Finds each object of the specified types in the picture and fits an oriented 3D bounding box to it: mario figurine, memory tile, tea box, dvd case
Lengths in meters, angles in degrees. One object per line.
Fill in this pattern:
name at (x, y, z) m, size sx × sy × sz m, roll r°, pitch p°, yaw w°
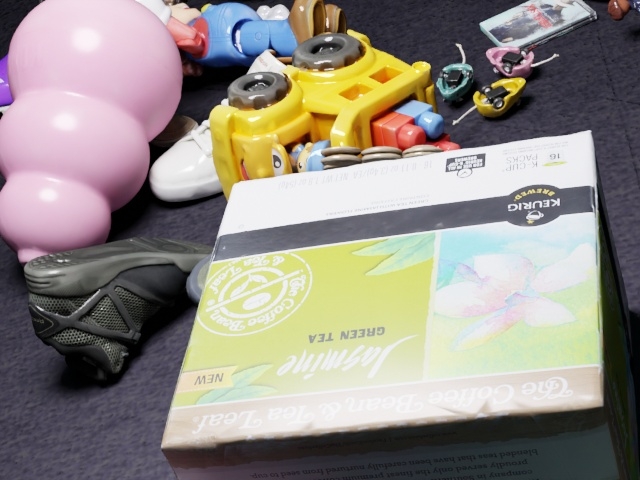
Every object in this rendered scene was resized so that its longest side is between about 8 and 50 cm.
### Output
mario figurine at (-0.137, -0.287, 1.745) m, size 0.321 × 0.198 × 0.170 m, roll 0°, pitch 55°, yaw 18°
memory tile at (0.060, -0.070, 1.260) m, size 0.113 × 0.148 × 0.012 m, roll -2°, pitch 84°, yaw 7°
tea box at (0.084, 0.106, 1.126) m, size 0.329 × 0.220 × 0.323 m, roll -8°, pitch 40°, yaw 15°
dvd case at (0.266, -0.270, 1.675) m, size 0.119 × 0.013 × 0.087 m, roll -23°, pitch 37°, yaw -5°

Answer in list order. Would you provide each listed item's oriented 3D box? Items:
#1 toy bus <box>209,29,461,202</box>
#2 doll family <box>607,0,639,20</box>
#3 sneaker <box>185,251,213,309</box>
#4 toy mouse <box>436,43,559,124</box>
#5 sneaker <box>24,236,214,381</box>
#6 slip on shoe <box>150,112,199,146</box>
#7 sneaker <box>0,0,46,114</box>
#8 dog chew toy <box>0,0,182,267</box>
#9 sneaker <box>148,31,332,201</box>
toy bus at (0.029, -0.101, 1.400) m, size 0.220 × 0.149 × 0.211 m, roll -32°, pitch 38°, yaw -30°
doll family at (0.401, -0.242, 1.535) m, size 0.111 × 0.076 × 0.193 m, roll -24°, pitch 32°, yaw 2°
sneaker at (0.000, 0.000, 1.332) m, size 0.300 × 0.121 × 0.111 m, roll -18°, pitch 53°, yaw 15°
toy mouse at (0.194, -0.190, 1.595) m, size 0.161 × 0.031 × 0.143 m, roll -28°, pitch 38°, yaw -9°
sneaker at (-0.201, 0.068, 1.429) m, size 0.228 × 0.130 × 0.087 m, roll -13°, pitch 22°, yaw -39°
slip on shoe at (-0.211, -0.154, 1.730) m, size 0.135 × 0.041 × 0.051 m, roll 20°, pitch 53°, yaw 40°
sneaker at (-0.366, -0.292, 1.886) m, size 0.293 × 0.146 × 0.102 m, roll -29°, pitch 38°, yaw -12°
dog chew toy at (-0.282, -0.121, 1.577) m, size 0.207 × 0.206 × 0.331 m, roll 3°, pitch 68°, yaw 28°
sneaker at (-0.087, -0.156, 1.611) m, size 0.290 × 0.123 × 0.106 m, roll -30°, pitch 40°, yaw -11°
